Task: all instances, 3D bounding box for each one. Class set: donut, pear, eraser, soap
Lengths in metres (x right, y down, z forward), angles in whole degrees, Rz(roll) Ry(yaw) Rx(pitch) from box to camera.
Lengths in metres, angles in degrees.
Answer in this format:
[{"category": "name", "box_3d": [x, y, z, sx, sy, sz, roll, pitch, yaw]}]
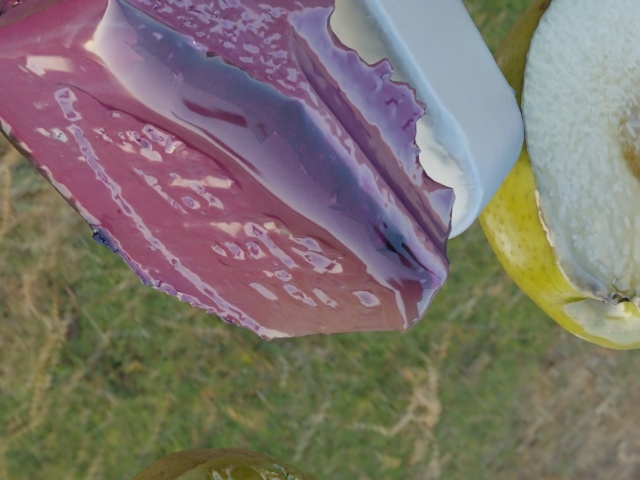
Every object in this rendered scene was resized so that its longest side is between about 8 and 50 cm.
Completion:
[{"category": "donut", "box_3d": [-0.099, 0.318, 1.685, 0.261, 0.128, 0.209, 20, 92, -35]}, {"category": "pear", "box_3d": [0.268, -0.091, 1.529, 0.340, 0.191, 0.386, 33, 64, -26]}, {"category": "eraser", "box_3d": [0.018, -0.125, 1.311, 0.150, 0.331, 0.331, -52, 154, -55]}, {"category": "soap", "box_3d": [-0.058, -0.060, 1.033, 0.325, 0.220, 0.127, 48, 49, -35]}]
